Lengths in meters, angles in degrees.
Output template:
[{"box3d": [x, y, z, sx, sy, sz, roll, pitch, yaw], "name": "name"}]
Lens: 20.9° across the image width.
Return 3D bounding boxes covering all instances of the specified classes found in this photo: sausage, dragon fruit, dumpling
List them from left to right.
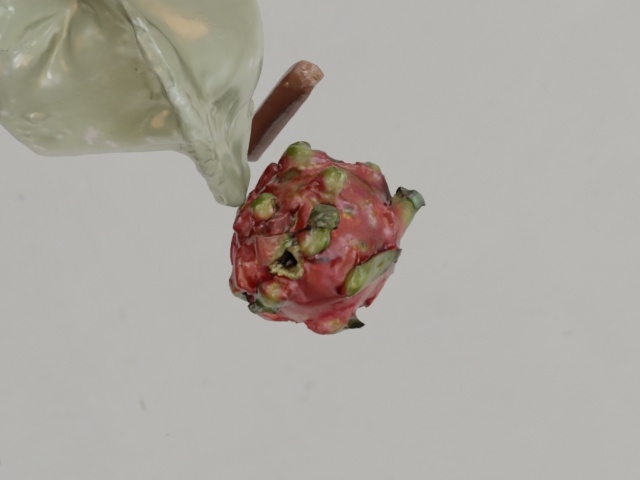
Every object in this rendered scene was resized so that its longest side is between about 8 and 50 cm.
[{"box3d": [-0.185, -0.199, 1.335, 0.233, 0.315, 0.395, -40, 80, -9], "name": "dumpling"}, {"box3d": [-0.041, -0.113, 1.551, 0.030, 0.147, 0.035, 36, 50, -5], "name": "sausage"}, {"box3d": [0.000, 0.000, 1.453, 0.166, 0.172, 0.160, -29, 102, 20], "name": "dragon fruit"}]
